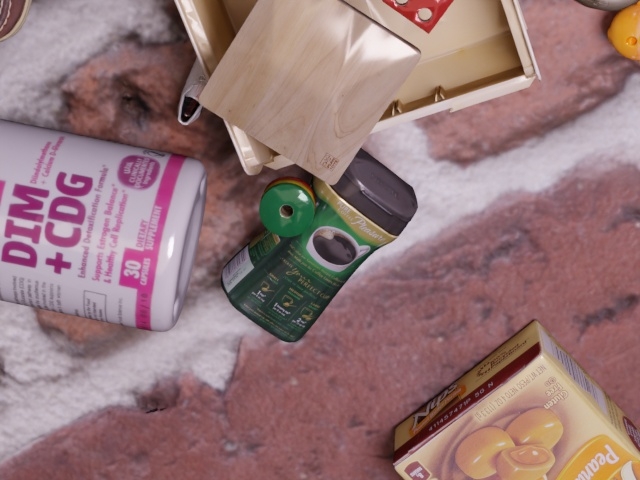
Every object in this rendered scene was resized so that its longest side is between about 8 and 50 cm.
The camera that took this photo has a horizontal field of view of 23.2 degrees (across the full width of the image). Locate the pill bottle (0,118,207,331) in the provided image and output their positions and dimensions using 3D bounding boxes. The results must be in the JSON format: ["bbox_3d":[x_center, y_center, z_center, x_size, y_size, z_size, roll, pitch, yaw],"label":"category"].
[{"bbox_3d":[-0.254,-0.021,1.391,0.283,0.160,0.160,11,111,1],"label":"pill bottle"}]

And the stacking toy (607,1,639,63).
[{"bbox_3d":[0.392,-0.173,1.297,0.302,0.166,0.175,2,125,17],"label":"stacking toy"}]

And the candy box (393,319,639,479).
[{"bbox_3d":[0.240,0.252,1.490,0.183,0.087,0.316,-40,102,17],"label":"candy box"}]

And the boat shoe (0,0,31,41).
[{"bbox_3d":[-0.317,-0.323,1.302,0.123,0.123,0.342,0,111,5],"label":"boat shoe"}]

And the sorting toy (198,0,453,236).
[{"bbox_3d":[-0.003,-0.143,1.253,0.132,0.046,0.274,31,111,-7],"label":"sorting toy"}]

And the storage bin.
[{"bbox_3d":[0.025,-0.211,1.315,0.262,0.123,0.260,-18,108,11],"label":"storage bin"}]

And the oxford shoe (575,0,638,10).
[{"bbox_3d":[0.174,-0.366,1.219,0.140,0.146,0.397,-27,97,16],"label":"oxford shoe"}]

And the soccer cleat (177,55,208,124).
[{"bbox_3d":[-0.107,-0.141,1.400,0.029,0.035,0.083,26,111,-5],"label":"soccer cleat"}]

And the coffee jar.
[{"bbox_3d":[0.000,0.000,1.419,0.096,0.079,0.184,37,110,-21],"label":"coffee jar"}]
